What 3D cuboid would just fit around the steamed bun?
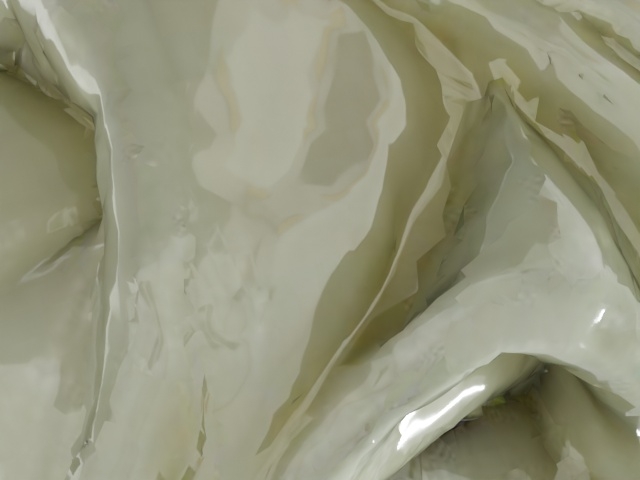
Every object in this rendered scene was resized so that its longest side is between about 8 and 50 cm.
[{"bbox_3d":[-0.012,0.070,0.519,0.394,0.237,0.346,-17,157,2],"label":"steamed bun"}]
